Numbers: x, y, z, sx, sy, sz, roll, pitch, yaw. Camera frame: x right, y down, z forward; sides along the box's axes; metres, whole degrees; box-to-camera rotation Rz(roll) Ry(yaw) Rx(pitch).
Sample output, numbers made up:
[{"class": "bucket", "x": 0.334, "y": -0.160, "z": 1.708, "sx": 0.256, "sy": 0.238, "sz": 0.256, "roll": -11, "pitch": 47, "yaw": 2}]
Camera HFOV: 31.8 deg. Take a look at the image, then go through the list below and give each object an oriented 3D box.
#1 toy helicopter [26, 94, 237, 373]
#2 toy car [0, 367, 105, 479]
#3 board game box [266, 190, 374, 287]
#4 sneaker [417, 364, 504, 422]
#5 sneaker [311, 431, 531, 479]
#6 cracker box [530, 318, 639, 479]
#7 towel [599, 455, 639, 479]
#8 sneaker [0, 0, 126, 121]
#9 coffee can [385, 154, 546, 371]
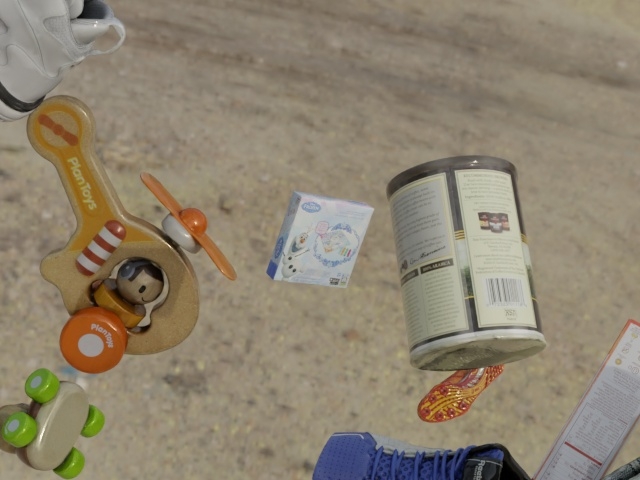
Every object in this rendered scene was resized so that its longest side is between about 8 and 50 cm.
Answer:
[{"class": "toy helicopter", "x": -0.254, "y": -0.021, "z": 1.418, "sx": 0.235, "sy": 0.355, "sz": 0.140, "roll": -19, "pitch": 16, "yaw": 8}, {"class": "toy car", "x": -0.480, "y": 0.290, "z": 1.825, "sx": 0.188, "sy": 0.155, "sz": 0.149, "roll": 4, "pitch": 58, "yaw": 34}, {"class": "board game box", "x": 0.000, "y": 0.000, "z": 1.117, "sx": 0.090, "sy": 0.090, "sz": 0.020, "roll": 8, "pitch": 19, "yaw": -35}, {"class": "sneaker", "x": 0.225, "y": 0.243, "z": 1.814, "sx": 0.175, "sy": 0.067, "sz": 0.064, "roll": -31, "pitch": 84, "yaw": -24}, {"class": "sneaker", "x": 0.153, "y": 0.300, "z": 1.413, "sx": 0.316, "sy": 0.182, "sz": 0.127, "roll": 17, "pitch": 60, "yaw": 5}, {"class": "cracker box", "x": 0.307, "y": 0.206, "z": 1.233, "sx": 0.067, "sy": 0.232, "sz": 0.156, "roll": 32, "pitch": 0, "yaw": 17}, {"class": "towel", "x": 0.409, "y": 0.285, "z": 1.072, "sx": 0.312, "sy": 0.324, "sz": 0.056, "roll": 43, "pitch": 18, "yaw": -24}, {"class": "sneaker", "x": -0.367, "y": -0.322, "z": 1.224, "sx": 0.210, "sy": 0.365, "sz": 0.137, "roll": -22, "pitch": 20, "yaw": 27}, {"class": "coffee can", "x": 0.213, "y": 0.038, "z": 1.669, "sx": 0.202, "sy": 0.201, "sz": 0.275, "roll": 2, "pitch": 70, "yaw": -23}]
